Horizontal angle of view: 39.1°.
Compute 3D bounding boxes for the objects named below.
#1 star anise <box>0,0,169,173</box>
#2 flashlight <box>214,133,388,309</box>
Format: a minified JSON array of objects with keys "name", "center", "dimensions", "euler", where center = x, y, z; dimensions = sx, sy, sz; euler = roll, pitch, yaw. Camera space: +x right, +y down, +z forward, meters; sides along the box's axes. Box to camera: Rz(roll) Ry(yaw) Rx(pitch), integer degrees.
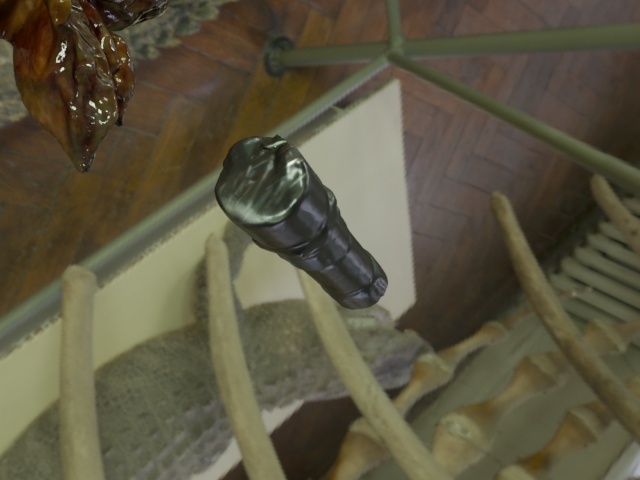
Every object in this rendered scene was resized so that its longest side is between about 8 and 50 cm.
[{"name":"star anise","center":[-0.168,-0.157,0.534],"dimensions":[0.111,0.212,0.196],"euler":[-49,179,41]},{"name":"flashlight","center":[0.000,0.000,1.032],"dimensions":[0.103,0.103,0.424],"euler":[-57,157,-5]}]
